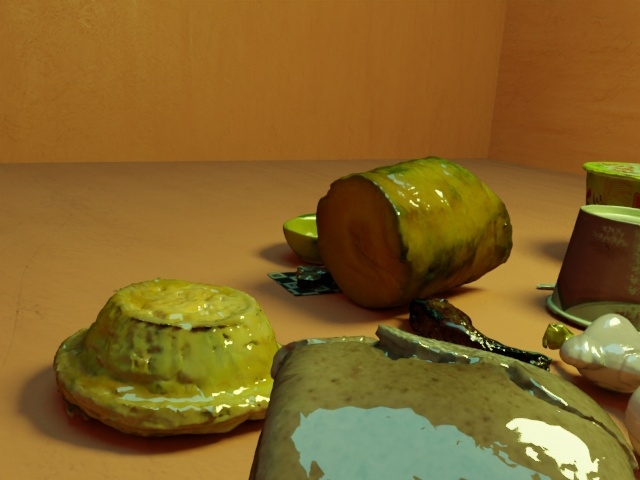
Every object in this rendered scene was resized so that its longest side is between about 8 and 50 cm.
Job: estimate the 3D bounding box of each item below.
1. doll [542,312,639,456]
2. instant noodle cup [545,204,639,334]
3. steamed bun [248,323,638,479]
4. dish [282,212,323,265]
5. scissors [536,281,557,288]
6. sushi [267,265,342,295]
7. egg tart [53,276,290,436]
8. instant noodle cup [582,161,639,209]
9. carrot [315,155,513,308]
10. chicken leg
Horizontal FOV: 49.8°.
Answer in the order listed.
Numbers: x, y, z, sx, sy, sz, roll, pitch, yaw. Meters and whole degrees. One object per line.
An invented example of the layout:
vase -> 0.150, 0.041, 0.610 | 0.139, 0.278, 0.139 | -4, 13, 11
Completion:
doll -> 0.377, 0.167, 0.778 | 0.160, 0.094, 0.365 | 13, 14, -8
instant noodle cup -> 0.509, 0.045, 1.146 | 0.234, 0.179, 0.235 | 6, 12, -1
steamed bun -> 0.066, 0.151, 0.431 | 0.251, 0.199, 0.301 | -3, 4, 5
dish -> 0.000, 0.000, 1.392 | 0.148, 0.080, 0.208 | 3, 14, 10
scissors -> 0.514, 0.086, 1.316 | 0.212, 0.021, 0.110 | 3, 11, -8
sushi -> 0.020, 0.059, 1.250 | 0.200, 0.031, 0.139 | -2, 14, -26
egg tart -> -0.150, 0.121, 0.776 | 0.288, 0.119, 0.288 | 8, 11, -2
instant noodle cup -> 0.695, -0.037, 1.456 | 0.311, 0.222, 0.311 | 3, 13, -1
carrot -> 0.154, -0.018, 1.171 | 0.241, 0.242, 0.340 | 15, 20, 39
chicken leg -> 0.205, 0.133, 0.967 | 0.105, 0.051, 0.253 | 2, 15, -33
